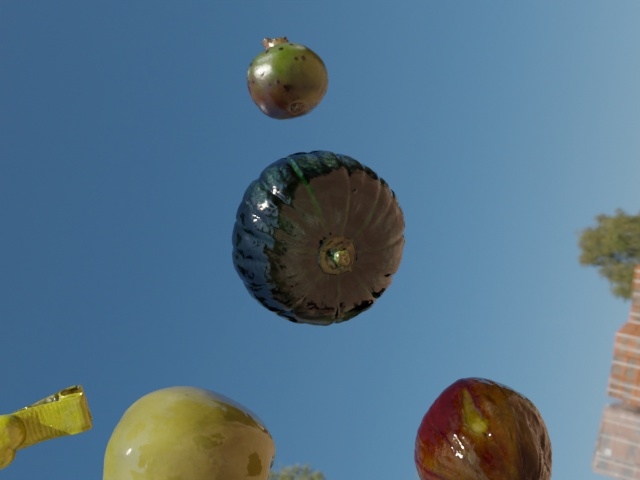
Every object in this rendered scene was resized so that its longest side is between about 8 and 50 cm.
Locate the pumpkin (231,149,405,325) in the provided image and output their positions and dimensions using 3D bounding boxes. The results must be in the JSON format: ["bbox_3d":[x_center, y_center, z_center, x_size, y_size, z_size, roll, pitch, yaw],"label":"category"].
[{"bbox_3d":[0.000,0.000,0.853,0.202,0.140,0.202,-7,-65,-16],"label":"pumpkin"}]

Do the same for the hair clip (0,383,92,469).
[{"bbox_3d":[-0.343,0.217,0.859,0.173,0.046,0.072,-15,-84,-19],"label":"hair clip"}]

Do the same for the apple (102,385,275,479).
[{"bbox_3d":[-0.189,0.339,1.120,0.262,0.262,0.262,-25,-60,-54],"label":"apple"}]

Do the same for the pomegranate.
[{"bbox_3d":[-0.052,-0.245,1.182,0.130,0.130,0.130,-25,-60,-54],"label":"pomegranate"}]

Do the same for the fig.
[{"bbox_3d":[0.244,0.276,0.988,0.191,0.290,0.190,1,-94,-23],"label":"fig"}]
